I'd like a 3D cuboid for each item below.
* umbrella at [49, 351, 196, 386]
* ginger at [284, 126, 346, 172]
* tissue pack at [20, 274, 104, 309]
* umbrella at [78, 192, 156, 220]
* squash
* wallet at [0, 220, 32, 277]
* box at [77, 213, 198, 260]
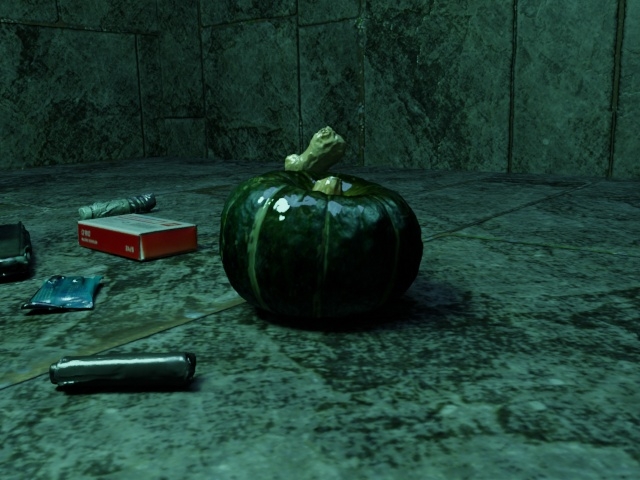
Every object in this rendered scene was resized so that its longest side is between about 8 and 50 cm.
[{"bbox_3d":[-0.178,0.118,0.576,0.133,0.031,0.036,-1,-15,1],"label":"umbrella"},{"bbox_3d":[-0.006,-0.056,0.950,0.149,0.259,0.065,17,40,-15],"label":"ginger"},{"bbox_3d":[-0.343,0.066,0.854,0.085,0.028,0.138,-3,15,-12],"label":"tissue pack"},{"bbox_3d":[-0.486,-0.079,1.524,0.188,0.046,0.050,-18,27,-41],"label":"umbrella"},{"bbox_3d":[0.000,0.000,0.786,0.252,0.165,0.252,0,13,0],"label":"squash"},{"bbox_3d":[-0.573,0.020,1.053,0.172,0.045,0.318,-10,15,-24],"label":"wallet"},{"bbox_3d":[-0.339,-0.010,1.159,0.229,0.050,0.123,9,13,42],"label":"box"}]
